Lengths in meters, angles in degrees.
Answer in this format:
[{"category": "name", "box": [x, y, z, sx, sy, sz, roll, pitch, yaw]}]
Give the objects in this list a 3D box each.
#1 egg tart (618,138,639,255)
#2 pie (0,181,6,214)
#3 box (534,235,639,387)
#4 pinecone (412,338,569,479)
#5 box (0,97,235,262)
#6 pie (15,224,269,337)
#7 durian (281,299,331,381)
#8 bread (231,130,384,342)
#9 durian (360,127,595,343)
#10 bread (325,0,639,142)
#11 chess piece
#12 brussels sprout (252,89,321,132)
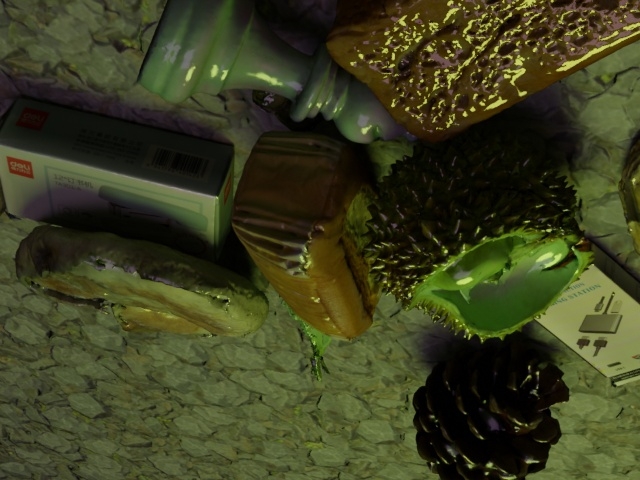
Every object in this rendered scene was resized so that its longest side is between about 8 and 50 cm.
[{"category": "egg tart", "box": [0.426, -0.018, 1.051, 0.290, 0.115, 0.290, 11, 142, 9]}, {"category": "pie", "box": [-0.492, -0.054, 1.364, 0.179, 0.084, 0.205, 37, 135, -25]}, {"category": "box", "box": [0.325, 0.086, 1.280, 0.247, 0.033, 0.129, 36, 139, -24]}, {"category": "pinecone", "box": [0.219, 0.225, 1.388, 0.204, 0.179, 0.184, -32, 146, 25]}, {"category": "box", "box": [-0.235, -0.067, 1.256, 0.269, 0.079, 0.135, 14, 143, 3]}, {"category": "pie", "box": [-0.206, 0.059, 1.339, 0.337, 0.075, 0.337, 9, 163, 3]}, {"category": "durian", "box": [-0.023, 0.071, 1.333, 0.086, 0.100, 0.215, -4, 129, 30]}, {"category": "bread", "box": [0.000, 0.000, 1.155, 0.119, 0.153, 0.288, 13, 161, 18]}, {"category": "durian", "box": [0.153, -0.011, 1.080, 0.236, 0.177, 0.200, 13, 142, -40]}, {"category": "bread", "box": [0.180, -0.224, 0.889, 0.380, 0.109, 0.185, -25, 118, 39]}, {"category": "chess piece", "box": [-0.024, -0.153, 1.025, 0.271, 0.139, 0.139, 23, 142, -11]}, {"category": "brussels sprout", "box": [-0.038, -0.140, 1.120, 0.051, 0.046, 0.083, 20, 158, 44]}]
